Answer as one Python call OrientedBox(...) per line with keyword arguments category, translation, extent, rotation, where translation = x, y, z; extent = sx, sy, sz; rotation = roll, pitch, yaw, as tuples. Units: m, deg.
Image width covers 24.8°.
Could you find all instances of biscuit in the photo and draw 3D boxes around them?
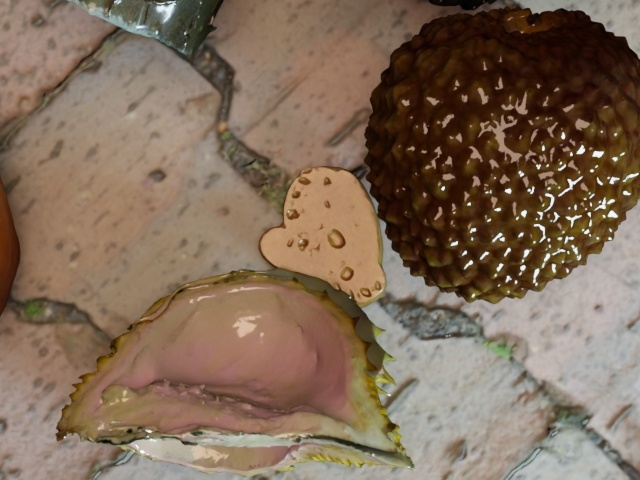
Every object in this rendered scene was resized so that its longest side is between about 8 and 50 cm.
OrientedBox(category="biscuit", translation=(0.000, 0.000, 1.380), extent=(0.118, 0.023, 0.140), rotation=(-5, 89, 2))

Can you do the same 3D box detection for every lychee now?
OrientedBox(category="lychee", translation=(0.164, -0.074, 1.278), extent=(0.267, 0.267, 0.268), rotation=(0, 88, 1))

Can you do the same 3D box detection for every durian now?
OrientedBox(category="durian", translation=(-0.061, 0.114, 1.311), extent=(0.305, 0.185, 0.196), rotation=(-1, 66, 12))

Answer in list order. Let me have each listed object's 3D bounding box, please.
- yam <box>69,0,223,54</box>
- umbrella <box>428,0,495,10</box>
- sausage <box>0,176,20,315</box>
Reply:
OrientedBox(category="yam", translation=(-0.126, -0.352, 1.296), extent=(0.241, 0.241, 0.348), rotation=(27, 92, 1))
OrientedBox(category="umbrella", translation=(0.154, -0.261, 1.306), extent=(0.340, 0.118, 0.118), rotation=(-10, 88, -16))
OrientedBox(category="sausage", translation=(-0.364, -0.032, 1.325), extent=(0.153, 0.141, 0.268), rotation=(-19, 85, 0))
